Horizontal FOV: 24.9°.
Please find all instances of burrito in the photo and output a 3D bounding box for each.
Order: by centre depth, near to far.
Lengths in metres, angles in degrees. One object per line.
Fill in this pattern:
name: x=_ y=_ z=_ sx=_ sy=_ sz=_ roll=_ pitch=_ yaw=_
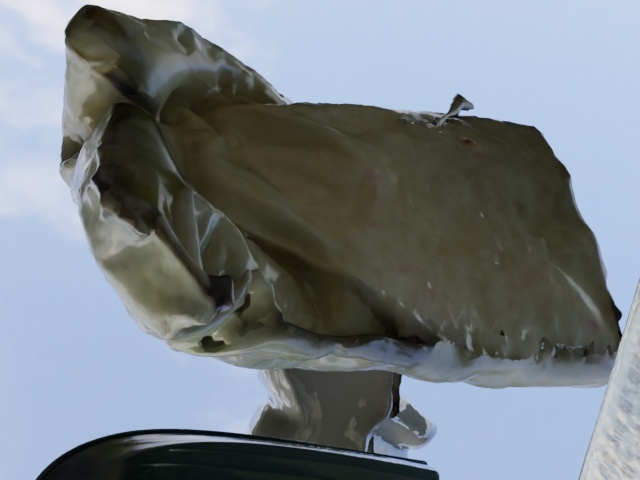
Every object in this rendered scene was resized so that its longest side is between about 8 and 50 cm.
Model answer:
burrito: x=-0.002 y=-0.002 z=0.780 sx=0.331 sy=0.135 sz=0.190 roll=9 pitch=-122 yaw=-38

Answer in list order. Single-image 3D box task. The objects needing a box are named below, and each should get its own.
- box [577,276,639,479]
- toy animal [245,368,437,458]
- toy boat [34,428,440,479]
box: x=0.151 y=0.068 z=0.550 sx=0.139 sy=0.245 sz=0.035 roll=-30 pitch=-125 yaw=-30
toy animal: x=-0.011 y=0.164 z=1.301 sx=0.208 sy=0.154 sz=0.325 roll=29 pitch=-96 yaw=2
toy boat: x=-0.043 y=0.156 z=0.818 sx=0.246 sy=0.103 sz=0.093 roll=10 pitch=-99 yaw=-21
